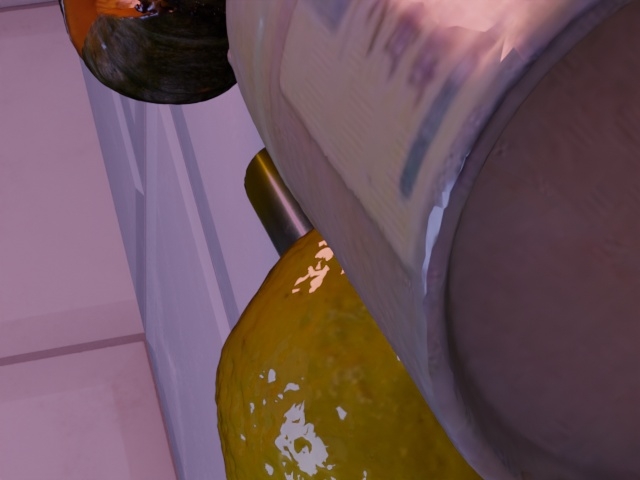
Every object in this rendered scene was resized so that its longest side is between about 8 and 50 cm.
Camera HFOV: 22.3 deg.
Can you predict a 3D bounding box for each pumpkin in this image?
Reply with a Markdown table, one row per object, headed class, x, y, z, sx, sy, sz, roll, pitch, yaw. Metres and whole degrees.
| class | x | y | z | sx | sy | sz | roll | pitch | yaw |
| --- | --- | --- | --- | --- | --- | --- | --- | --- | --- |
| pumpkin | -0.156 | -0.291 | 1.641 | 0.320 | 0.192 | 0.320 | 27 | 121 | 59 |

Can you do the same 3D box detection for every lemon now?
| class | x | y | z | sx | sy | sz | roll | pitch | yaw |
| --- | --- | --- | --- | --- | --- | --- | --- | --- | --- |
| lemon | 0.067 | 0.099 | 0.887 | 0.310 | 0.254 | 0.253 | 90 | 167 | -73 |

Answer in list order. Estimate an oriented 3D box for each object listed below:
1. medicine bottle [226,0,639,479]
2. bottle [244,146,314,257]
| class | x | y | z | sx | sy | sz | roll | pitch | yaw |
| --- | --- | --- | --- | --- | --- | --- | --- | --- | --- |
| medicine bottle | 0.086 | -0.083 | 0.693 | 0.406 | 0.236 | 0.235 | -122 | 26 | -58 |
| bottle | 0.000 | 0.000 | 1.484 | 0.286 | 0.082 | 0.082 | -121 | 24 | -58 |
